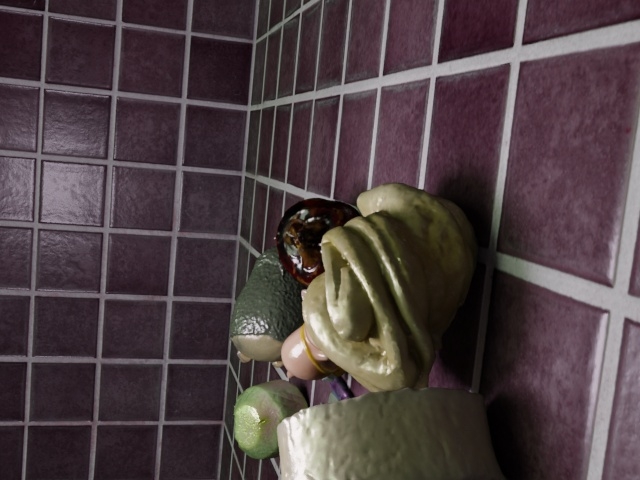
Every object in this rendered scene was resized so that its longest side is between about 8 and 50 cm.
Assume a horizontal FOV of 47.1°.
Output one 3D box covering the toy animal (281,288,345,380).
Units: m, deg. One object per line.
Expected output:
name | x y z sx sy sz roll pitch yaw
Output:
toy animal | 0.004 0.232 1.676 0.149 0.165 0.248 46 117 34

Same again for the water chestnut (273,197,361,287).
water chestnut | 0.000 0.000 1.703 0.223 0.238 0.224 -10 71 30

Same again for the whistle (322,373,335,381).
whistle | 0.012 0.224 1.822 0.106 0.101 0.253 126 147 -58

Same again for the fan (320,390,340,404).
fan | 0.026 0.440 1.899 0.175 0.005 0.113 178 95 -73

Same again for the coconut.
coconut | -0.138 0.510 2.119 0.205 0.235 0.236 -52 29 23

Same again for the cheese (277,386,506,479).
cheese | 0.103 0.335 1.109 0.292 0.331 0.153 67 -164 -60

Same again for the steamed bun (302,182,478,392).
steamed bun | 0.100 0.071 1.210 0.325 0.230 0.373 135 154 -70

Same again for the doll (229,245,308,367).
doll | -0.138 0.192 2.165 0.247 0.247 0.350 125 154 -62

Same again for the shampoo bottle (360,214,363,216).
shampoo bottle | 0.107 0.071 1.505 0.104 0.104 0.278 174 100 -74

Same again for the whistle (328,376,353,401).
whistle | 0.047 0.361 1.789 0.176 0.033 0.033 -137 52 -70
